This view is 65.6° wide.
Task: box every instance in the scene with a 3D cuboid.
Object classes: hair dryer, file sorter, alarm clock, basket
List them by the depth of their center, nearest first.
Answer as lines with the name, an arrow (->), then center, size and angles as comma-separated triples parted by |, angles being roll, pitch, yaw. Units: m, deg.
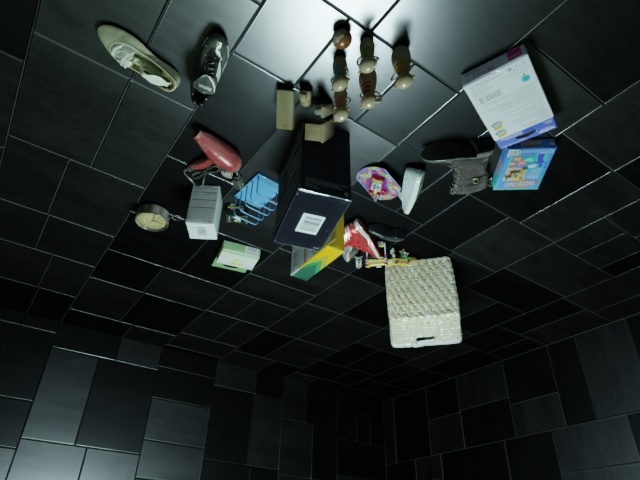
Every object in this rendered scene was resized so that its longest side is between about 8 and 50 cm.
hair dryer -> -0.383, -0.266, 1.717 | 0.223, 0.080, 0.293 | 3, 145, -1
file sorter -> -0.234, -0.151, 1.858 | 0.118, 0.104, 0.170 | 26, 139, -30
alarm clock -> -0.653, -0.094, 1.992 | 0.192, 0.064, 0.129 | 3, 146, 3
basket -> 0.463, 0.285, 2.272 | 0.328, 0.331, 0.266 | -7, 143, 11

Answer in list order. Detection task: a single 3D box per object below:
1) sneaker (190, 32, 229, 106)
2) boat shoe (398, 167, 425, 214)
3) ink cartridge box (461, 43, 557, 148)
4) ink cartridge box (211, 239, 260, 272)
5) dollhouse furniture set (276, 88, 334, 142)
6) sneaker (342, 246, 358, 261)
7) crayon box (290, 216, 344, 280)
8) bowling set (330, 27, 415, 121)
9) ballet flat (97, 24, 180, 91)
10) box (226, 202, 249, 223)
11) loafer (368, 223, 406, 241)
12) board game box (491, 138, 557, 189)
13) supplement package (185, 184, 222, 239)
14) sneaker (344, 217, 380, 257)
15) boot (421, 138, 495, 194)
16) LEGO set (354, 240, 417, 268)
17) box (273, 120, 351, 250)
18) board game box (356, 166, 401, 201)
sneaker -> -0.315, -0.466, 1.396 | 0.078, 0.106, 0.234 | 16, 143, -22
boat shoe -> 0.322, -0.186, 1.823 | 0.081, 0.079, 0.227 | 25, 149, 14
ink cartridge box -> 0.567, -0.414, 1.479 | 0.185, 0.065, 0.311 | -21, 137, 30
ink cartridge box -> -0.392, 0.097, 2.272 | 0.171, 0.056, 0.235 | 15, 142, -19
dollhouse furniture set -> -0.043, -0.392, 1.533 | 0.151, 0.123, 0.144 | 10, 114, 15
sneaker -> 0.138, 0.030, 2.167 | 0.065, 0.061, 0.158 | -19, 151, -19
crayon box -> 0.000, 0.000, 1.980 | 0.083, 0.203, 0.323 | 21, 141, -26
bowling set -> 0.091, -0.457, 1.352 | 0.287, 0.154, 0.200 | -28, 136, 36
ballet flat -> -0.504, -0.498, 1.380 | 0.248, 0.086, 0.086 | 29, 137, -33
box -> -0.326, -0.107, 1.961 | 0.083, 0.062, 0.052 | 5, 147, -6
loafer -> 0.269, -0.024, 2.064 | 0.170, 0.062, 0.061 | 17, 148, -19
board game box -> 0.696, -0.258, 1.713 | 0.160, 0.047, 0.210 | -1, 145, 3
supplement package -> -0.433, -0.107, 1.862 | 0.105, 0.179, 0.105 | 2, 146, -2
sneaker -> 0.155, 0.008, 2.071 | 0.128, 0.087, 0.221 | -26, 123, 16
boot -> 0.474, -0.237, 1.716 | 0.263, 0.091, 0.229 | -4, 145, 4
LEGO set -> 0.294, 0.061, 2.182 | 0.287, 0.107, 0.132 | -3, 171, -6
box -> -0.028, -0.175, 1.645 | 0.182, 0.294, 0.296 | 11, 144, -16
board game box -> 0.206, -0.194, 1.793 | 0.133, 0.033, 0.168 | -14, 132, 44
